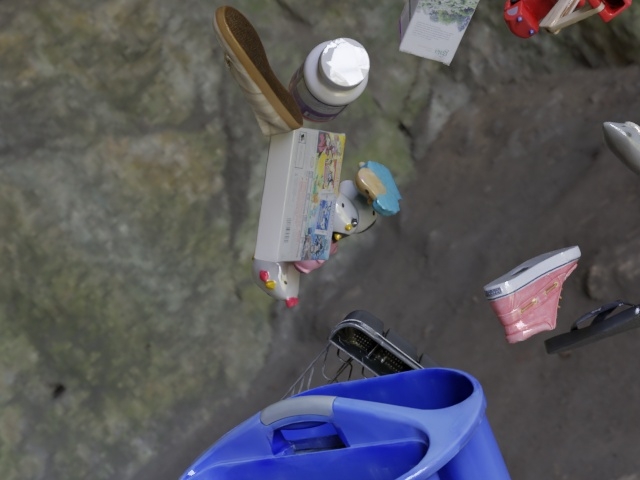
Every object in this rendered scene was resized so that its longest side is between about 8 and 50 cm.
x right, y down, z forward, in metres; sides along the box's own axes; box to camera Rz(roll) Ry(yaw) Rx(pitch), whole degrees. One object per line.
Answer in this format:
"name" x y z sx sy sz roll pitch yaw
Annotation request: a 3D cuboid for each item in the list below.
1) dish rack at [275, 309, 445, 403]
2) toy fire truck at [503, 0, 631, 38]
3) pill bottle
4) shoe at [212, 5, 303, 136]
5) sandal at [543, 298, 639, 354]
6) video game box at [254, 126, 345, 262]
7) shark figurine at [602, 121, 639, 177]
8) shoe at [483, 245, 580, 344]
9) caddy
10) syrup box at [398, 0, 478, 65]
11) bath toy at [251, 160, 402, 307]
"dish rack" 0.047 0.225 1.452 0.271 0.208 0.074 -51 3 30
"toy fire truck" 0.336 -0.326 1.637 0.192 0.047 0.135 -29 32 35
"pill bottle" 0.017 -0.265 1.943 0.108 0.108 0.193 -42 3 -16
"shoe" -0.096 -0.223 1.606 0.058 0.219 0.077 -18 42 19
"sandal" 0.479 0.144 2.063 0.097 0.055 0.254 -3 -16 -35
"video game box" -0.029 -0.071 1.803 0.048 0.205 0.187 10 4 26
"shark figurine" 0.488 -0.063 1.474 0.278 0.166 0.116 12 72 23
"shoe" 0.280 0.068 1.507 0.178 0.081 0.063 -24 5 -41
"caddy" 0.014 0.224 1.111 0.341 0.179 0.241 -16 16 38
"syrup box" 0.208 -0.413 1.927 0.096 0.093 0.237 -87 15 -47
"bath toy" 0.000 0.000 2.171 0.151 0.129 0.348 12 -43 -45
